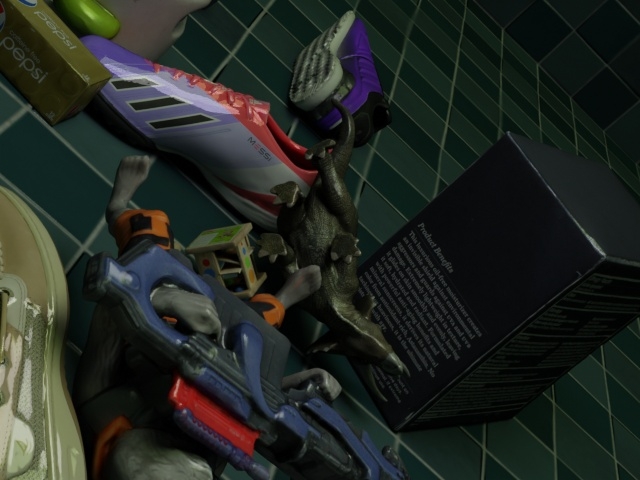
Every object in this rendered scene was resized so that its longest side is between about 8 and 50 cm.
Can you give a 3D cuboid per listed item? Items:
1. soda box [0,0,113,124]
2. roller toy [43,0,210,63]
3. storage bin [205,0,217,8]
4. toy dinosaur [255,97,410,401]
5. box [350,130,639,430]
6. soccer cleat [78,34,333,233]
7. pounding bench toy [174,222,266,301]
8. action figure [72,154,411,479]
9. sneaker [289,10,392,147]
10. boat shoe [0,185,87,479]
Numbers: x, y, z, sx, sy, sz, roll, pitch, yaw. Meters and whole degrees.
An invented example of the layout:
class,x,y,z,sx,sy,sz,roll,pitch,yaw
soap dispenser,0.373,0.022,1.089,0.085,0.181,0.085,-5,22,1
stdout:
class,x,y,z,sx,sy,sz,roll,pitch,yaw
soda box,-0.292,-0.201,1.195,0.181,0.061,0.058,47,22,-2
roller toy,-0.222,-0.303,1.369,0.191,0.146,0.209,15,38,-52
storage bin,-0.174,-0.370,1.639,0.135,0.098,0.091,-6,67,-62
toy dinosaur,0.000,0.000,1.254,0.160,0.121,0.313,77,1,-58
box,0.211,0.052,1.367,0.296,0.294,0.182,8,45,-57
soccer cleat,-0.123,-0.133,1.308,0.318,0.116,0.108,37,25,-24
pounding bench toy,-0.103,0.028,1.178,0.052,0.083,0.065,-55,132,-64
action figure,-0.078,0.117,0.945,0.341,0.178,0.330,46,26,-22
sneaker,0.041,-0.219,1.767,0.146,0.102,0.293,44,28,-18
boat shoe,-0.234,0.073,0.812,0.098,0.109,0.302,24,38,-45
